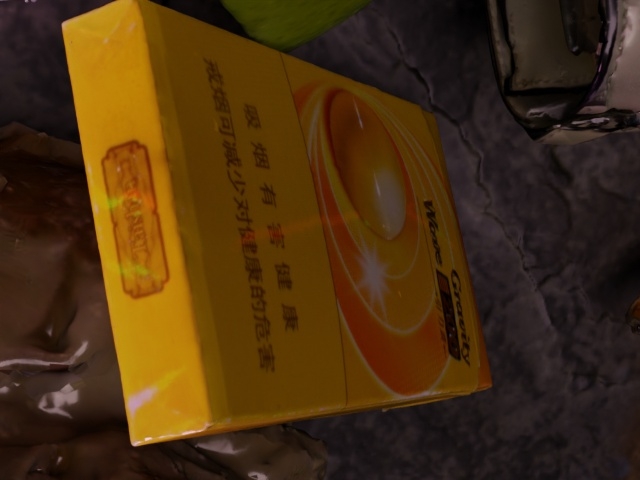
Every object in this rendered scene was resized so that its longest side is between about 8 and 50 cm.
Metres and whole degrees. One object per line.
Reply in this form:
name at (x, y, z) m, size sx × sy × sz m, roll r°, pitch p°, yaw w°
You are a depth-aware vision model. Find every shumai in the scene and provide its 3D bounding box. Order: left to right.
shumai at (-0.132, 0.071, 0.579) m, size 0.267 × 0.262 × 0.314 m, roll -16°, pitch 156°, yaw 19°

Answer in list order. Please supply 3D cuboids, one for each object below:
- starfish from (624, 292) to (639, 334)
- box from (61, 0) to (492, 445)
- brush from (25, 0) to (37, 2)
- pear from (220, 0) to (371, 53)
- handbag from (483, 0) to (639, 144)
starfish at (0.261, -0.053, 0.705) m, size 0.138 × 0.050 × 0.247 m, roll 15°, pitch 92°, yaw -21°
box at (0.000, 0.000, 0.524) m, size 0.043 × 0.269 × 0.152 m, roll -14°, pitch 81°, yaw 27°
brush at (-0.258, -0.124, 0.532) m, size 0.297 × 0.068 × 0.060 m, roll -9°, pitch 89°, yaw -11°
pear at (-0.035, -0.209, 0.469) m, size 0.159 × 0.292 × 0.292 m, roll -36°, pitch 113°, yaw 7°
handbag at (0.263, -0.161, 0.589) m, size 0.359 × 0.160 × 0.236 m, roll 1°, pitch 81°, yaw -16°
